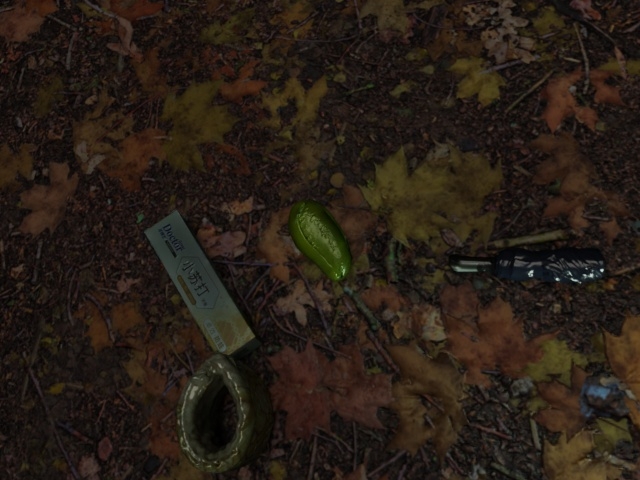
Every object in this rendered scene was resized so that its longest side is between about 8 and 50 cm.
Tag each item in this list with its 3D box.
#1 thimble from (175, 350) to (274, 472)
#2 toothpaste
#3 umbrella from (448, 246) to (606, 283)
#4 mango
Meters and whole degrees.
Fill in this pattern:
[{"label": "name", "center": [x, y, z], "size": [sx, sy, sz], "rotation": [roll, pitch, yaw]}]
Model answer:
[{"label": "thimble", "center": [-0.159, 0.288, 0.944], "size": [0.137, 0.143, 0.191], "rotation": [-8, 72, 12]}, {"label": "toothpaste", "center": [-0.226, 0.087, 1.066], "size": [0.089, 0.071, 0.313], "rotation": [-35, 68, -3]}, {"label": "umbrella", "center": [0.343, 0.046, 0.944], "size": [0.248, 0.071, 0.071], "rotation": [-4, 72, 17]}, {"label": "mango", "center": [0.000, 0.000, 1.035], "size": [0.091, 0.074, 0.165], "rotation": [-28, 81, -2]}]
